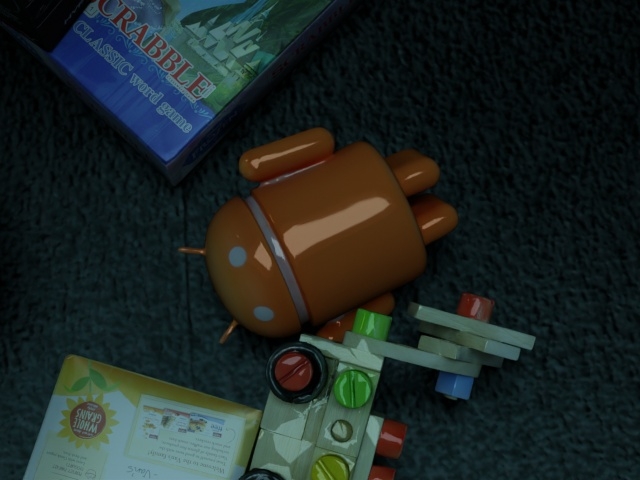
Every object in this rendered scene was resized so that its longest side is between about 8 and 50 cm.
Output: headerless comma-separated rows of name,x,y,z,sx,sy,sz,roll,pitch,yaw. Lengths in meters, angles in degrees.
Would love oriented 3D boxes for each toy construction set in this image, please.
toy construction set,0.050,0.181,1.330,0.215,0.151,0.328,15,75,6

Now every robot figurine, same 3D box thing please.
robot figurine,0.001,0.002,1.392,0.219,0.158,0.128,-24,55,-7

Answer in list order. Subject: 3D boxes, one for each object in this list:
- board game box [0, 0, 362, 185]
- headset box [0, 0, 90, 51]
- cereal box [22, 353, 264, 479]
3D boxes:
board game box,-0.131,-0.267,1.495,0.318,0.066,0.318,42,79,11
headset box,-0.288,-0.292,1.319,0.218,0.293,0.110,34,79,11
cereal box,-0.160,0.229,1.373,0.173,0.047,0.240,17,76,5
